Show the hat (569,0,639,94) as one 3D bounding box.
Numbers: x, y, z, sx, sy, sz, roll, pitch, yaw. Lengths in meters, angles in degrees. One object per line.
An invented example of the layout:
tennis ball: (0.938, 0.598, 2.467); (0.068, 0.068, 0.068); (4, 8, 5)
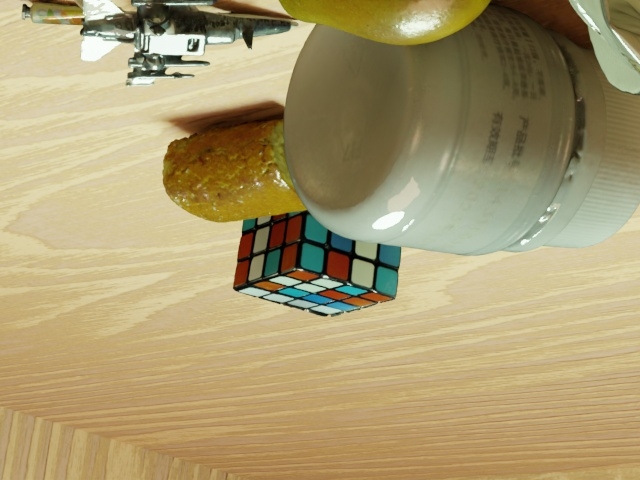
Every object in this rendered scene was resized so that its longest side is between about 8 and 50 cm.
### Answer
hat: (0.256, -0.250, 1.394); (0.168, 0.258, 0.301); (37, 175, -9)

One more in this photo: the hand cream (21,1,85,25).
hand cream: (-0.256, -0.232, 1.860); (0.102, 0.022, 0.035); (4, 158, -7)

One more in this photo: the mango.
mango: (0.050, -0.236, 1.564); (0.227, 0.136, 0.099); (3, -163, 38)

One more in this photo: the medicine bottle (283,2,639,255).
medicine bottle: (0.146, -0.106, 1.739); (0.306, 0.245, 0.245); (8, 164, -34)

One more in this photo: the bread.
bread: (-0.085, -0.082, 2.124); (0.172, 0.103, 0.132); (-8, 157, 35)

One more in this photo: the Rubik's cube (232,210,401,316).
Rubik's cube: (0.000, 0.000, 2.275); (0.154, 0.151, 0.155); (19, 158, -30)

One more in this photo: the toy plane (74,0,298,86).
toy plane: (-0.140, -0.208, 1.802); (0.234, 0.082, 0.160); (7, 136, -3)
